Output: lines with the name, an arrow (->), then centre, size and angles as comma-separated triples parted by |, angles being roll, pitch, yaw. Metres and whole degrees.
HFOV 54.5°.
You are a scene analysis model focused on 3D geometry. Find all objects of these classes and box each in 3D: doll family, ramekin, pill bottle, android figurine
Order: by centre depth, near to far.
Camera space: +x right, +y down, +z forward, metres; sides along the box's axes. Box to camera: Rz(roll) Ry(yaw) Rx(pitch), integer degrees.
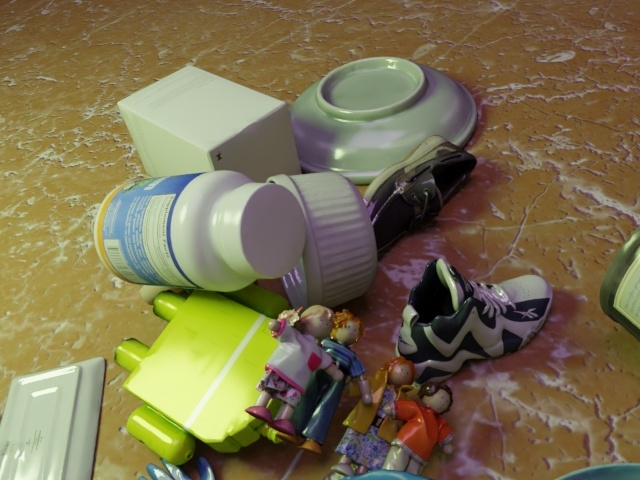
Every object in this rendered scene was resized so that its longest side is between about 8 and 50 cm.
doll family -> 0.030, 0.171, 0.710 | 0.163, 0.263, 0.118 | -62, 15, -25
android figurine -> -0.135, 0.160, 0.790 | 0.273, 0.056, 0.248 | 19, 64, 31
pill bottle -> -0.155, -0.012, 0.799 | 0.272, 0.152, 0.152 | -1, 40, 39
ramekin -> 0.000, 0.000, 0.887 | 0.109, 0.207, 0.207 | -13, 41, -14

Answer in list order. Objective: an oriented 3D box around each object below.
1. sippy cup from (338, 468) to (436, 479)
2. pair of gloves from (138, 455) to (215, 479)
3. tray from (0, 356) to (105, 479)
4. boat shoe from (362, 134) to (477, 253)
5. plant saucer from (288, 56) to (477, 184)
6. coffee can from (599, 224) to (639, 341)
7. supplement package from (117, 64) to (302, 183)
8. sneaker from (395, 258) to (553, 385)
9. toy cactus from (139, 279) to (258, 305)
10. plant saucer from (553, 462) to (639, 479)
sippy cup -> 0.085, 0.293, 0.471 | 0.306, 0.224, 0.240 | -37, 37, 4
pair of gloves -> -0.185, 0.333, 0.697 | 0.159, 0.023, 0.198 | 24, 54, 34
tray -> -0.368, 0.267, 0.812 | 0.145, 0.030, 0.270 | -14, 42, 0
boat shoe -> 0.155, -0.074, 0.998 | 0.092, 0.102, 0.285 | 20, 47, 34
plant saucer -> 0.103, -0.269, 1.226 | 0.401, 0.100, 0.400 | -8, 41, 7
coffee can -> 0.473, 0.095, 0.653 | 0.202, 0.201, 0.275 | -23, 43, -11
supplement package -> -0.203, -0.180, 1.149 | 0.178, 0.175, 0.293 | -37, 47, -26
sneaker -> 0.197, 0.074, 0.783 | 0.235, 0.153, 0.094 | -21, 44, -8
toy cactus -> -0.198, 0.041, 0.980 | 0.181, 0.112, 0.219 | -34, 50, 6
plant saucer -> 0.305, 0.350, 0.537 | 0.318, 0.043, 0.317 | -8, 43, 7
